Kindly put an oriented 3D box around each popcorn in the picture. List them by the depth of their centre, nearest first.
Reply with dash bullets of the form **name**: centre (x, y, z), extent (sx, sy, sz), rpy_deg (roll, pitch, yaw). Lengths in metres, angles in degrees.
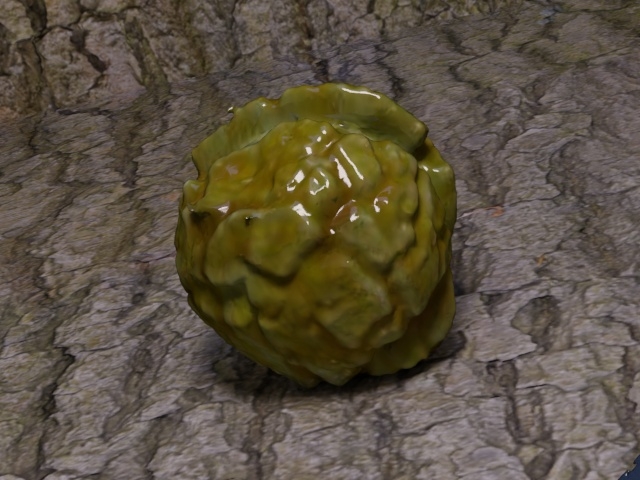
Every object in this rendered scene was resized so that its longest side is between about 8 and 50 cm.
- **popcorn**: centre (-0.009, -0.003, 1.472), extent (0.282, 0.247, 0.282), rpy_deg (-11, 58, 18)

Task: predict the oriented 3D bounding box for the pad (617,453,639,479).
- **pad**: centre (0.241, 0.174, 0.955), extent (0.269, 0.012, 0.270), rpy_deg (-53, 14, 17)
